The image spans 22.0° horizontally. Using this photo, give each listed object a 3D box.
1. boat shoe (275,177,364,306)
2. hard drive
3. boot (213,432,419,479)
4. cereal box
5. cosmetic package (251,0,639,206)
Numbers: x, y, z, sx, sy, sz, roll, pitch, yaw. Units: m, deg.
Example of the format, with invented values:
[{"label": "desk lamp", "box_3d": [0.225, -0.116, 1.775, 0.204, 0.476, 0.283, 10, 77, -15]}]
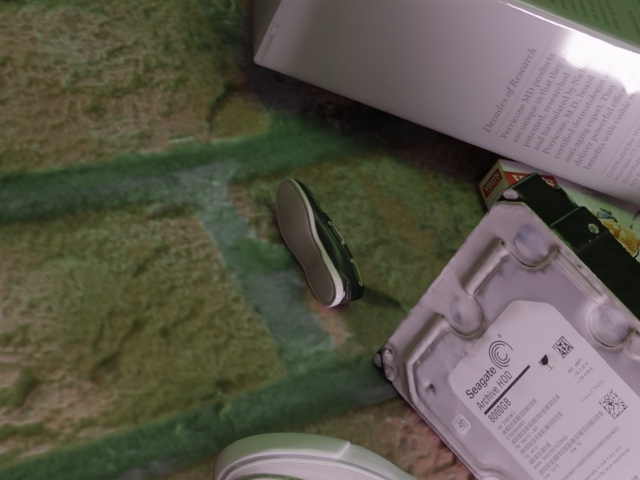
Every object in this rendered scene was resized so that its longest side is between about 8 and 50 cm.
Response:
[{"label": "boat shoe", "box_3d": [0.000, 0.000, 1.427, 0.038, 0.046, 0.125, -7, 59, -38]}, {"label": "hard drive", "box_3d": [0.216, 0.141, 1.293, 0.339, 0.237, 0.064, 48, 42, 14]}, {"label": "boot", "box_3d": [0.041, 0.232, 1.194, 0.258, 0.095, 0.123, 21, 36, -17]}, {"label": "cereal box", "box_3d": [0.263, 0.033, 1.569, 0.173, 0.047, 0.240, 6, 48, -31]}, {"label": "cosmetic package", "box_3d": [0.168, -0.211, 1.614, 0.453, 0.161, 0.230, 20, 31, -15]}]
